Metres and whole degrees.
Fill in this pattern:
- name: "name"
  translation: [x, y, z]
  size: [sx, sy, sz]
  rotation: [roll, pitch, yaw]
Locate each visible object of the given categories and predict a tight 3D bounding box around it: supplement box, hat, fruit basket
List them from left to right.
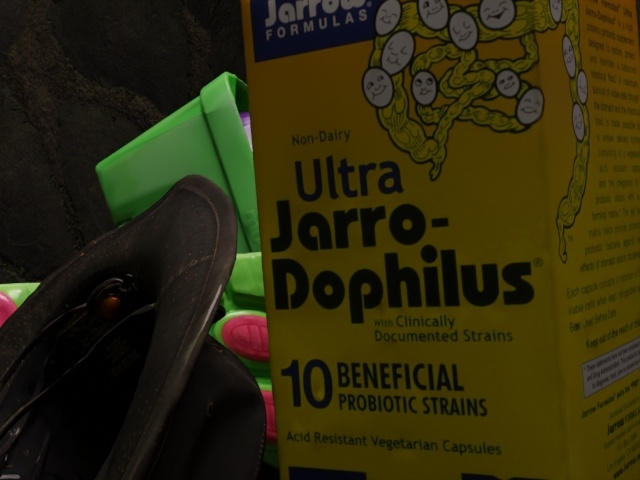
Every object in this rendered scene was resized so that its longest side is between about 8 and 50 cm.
- name: "hat"
  translation: [-0.116, 0.126, 0.578]
  size: [0.134, 0.331, 0.331]
  rotation: [42, -23, -25]
- name: "fruit basket"
  translation: [0.000, 0.000, 1.085]
  size: [0.392, 0.391, 0.283]
  rotation: [-5, 1, 6]
- name: "supplement box"
  translation: [0.093, 0.008, 0.662]
  size: [0.194, 0.356, 0.195]
  rotation: [-4, 1, 33]

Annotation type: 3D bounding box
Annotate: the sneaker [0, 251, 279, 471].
- name: "sneaker"
  translation: [-0.129, 0.108, 0.834]
  size: [0.483, 0.185, 0.202]
  rotation: [4, -12, -17]
